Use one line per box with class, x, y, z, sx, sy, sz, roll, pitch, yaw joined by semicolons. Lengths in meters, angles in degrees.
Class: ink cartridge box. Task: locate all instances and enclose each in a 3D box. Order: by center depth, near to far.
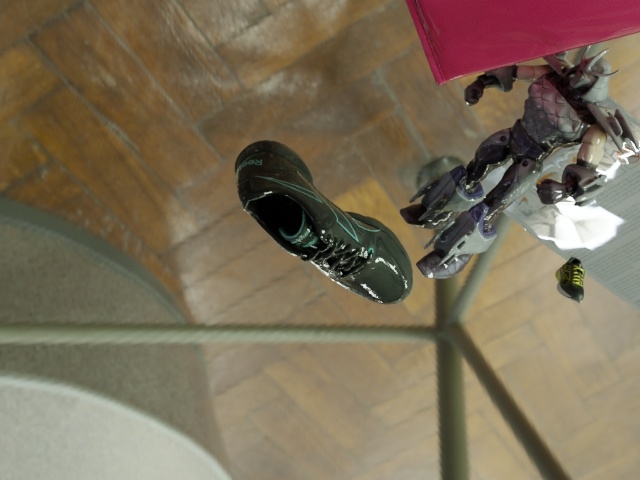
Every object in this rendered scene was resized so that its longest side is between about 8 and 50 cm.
ink cartridge box;0.425;-0.065;1.621;0.385;0.091;0.308;35;147;-10

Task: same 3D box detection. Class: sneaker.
sneaker;0.000;0.000;1.387;0.267;0.106;0.101;38;115;-17
sneaker;0.310;0.046;1.468;0.031;0.083;0.035;24;113;-13

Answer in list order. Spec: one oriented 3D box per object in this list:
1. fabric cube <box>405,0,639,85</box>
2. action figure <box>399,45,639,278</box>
fabric cube;0.183;-0.329;1.013;0.258;0.259;0.254;-13;134;15
action figure;0.197;-0.085;1.192;0.099;0.185;0.285;4;138;-42
